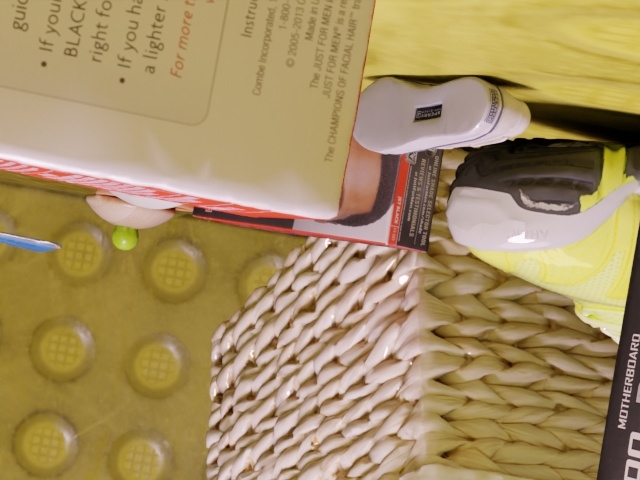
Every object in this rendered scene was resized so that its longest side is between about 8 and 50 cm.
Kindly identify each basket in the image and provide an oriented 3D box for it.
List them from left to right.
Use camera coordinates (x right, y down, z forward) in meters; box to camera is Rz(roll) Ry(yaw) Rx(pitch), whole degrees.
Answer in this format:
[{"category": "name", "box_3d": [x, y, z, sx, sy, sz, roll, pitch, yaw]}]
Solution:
[{"category": "basket", "box_3d": [0.117, 0.139, 1.200, 0.331, 0.266, 0.328, 9, 149, -25]}]

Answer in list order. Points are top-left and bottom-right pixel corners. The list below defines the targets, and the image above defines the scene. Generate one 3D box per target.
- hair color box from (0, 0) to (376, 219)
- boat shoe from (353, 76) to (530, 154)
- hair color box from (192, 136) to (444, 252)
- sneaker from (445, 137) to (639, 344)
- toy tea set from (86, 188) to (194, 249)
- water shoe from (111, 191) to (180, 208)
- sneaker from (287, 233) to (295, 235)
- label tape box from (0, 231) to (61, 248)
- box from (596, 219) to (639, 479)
[{"category": "hair color box", "box_3d": [-0.074, -0.063, 0.319, 0.167, 0.093, 0.053, 11, 178, -18]}, {"category": "boat shoe", "box_3d": [0.054, -0.054, 0.822, 0.035, 0.035, 0.100, 15, 169, -35]}, {"category": "hair color box", "box_3d": [-0.002, -0.037, 1.041, 0.141, 0.072, 0.043, 7, 177, 37]}, {"category": "sneaker", "box_3d": [0.221, 0.036, 0.930, 0.384, 0.147, 0.145, 13, 179, -35]}, {"category": "toy tea set", "box_3d": [0.000, 0.000, 1.334, 0.336, 0.124, 0.200, 10, 178, 8]}, {"category": "water shoe", "box_3d": [-0.071, -0.064, 0.928, 0.080, 0.073, 0.203, 36, 160, -30]}, {"category": "sneaker", "box_3d": [-0.003, -0.029, 1.707, 0.089, 0.051, 0.170, 10, -177, -17]}, {"category": "label tape box", "box_3d": [-0.316, -0.073, 1.092, 0.333, 0.106, 0.240, 10, 178, -11]}, {"category": "box", "box_3d": [0.278, 0.089, 0.798, 0.307, 0.242, 0.076, 10, 178, -15]}]
